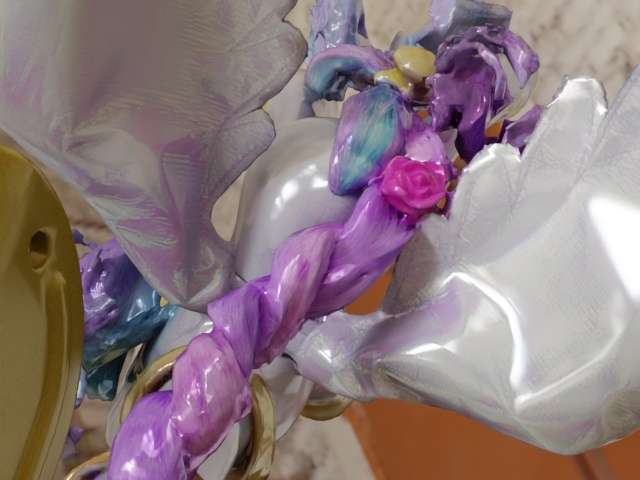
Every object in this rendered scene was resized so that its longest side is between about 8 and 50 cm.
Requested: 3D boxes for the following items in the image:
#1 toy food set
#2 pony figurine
[{"bbox_3d":[-0.138,0.071,0.527,0.071,0.218,0.128,6,-28,23],"label":"toy food set"},{"bbox_3d":[0.000,0.000,0.787,0.303,0.363,0.351,30,-70,1],"label":"pony figurine"}]
